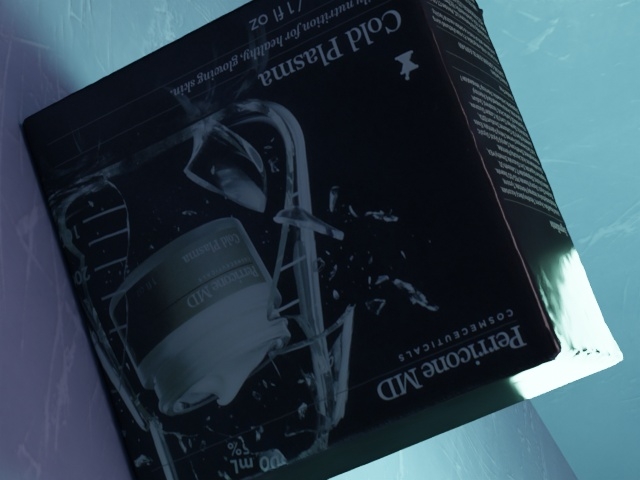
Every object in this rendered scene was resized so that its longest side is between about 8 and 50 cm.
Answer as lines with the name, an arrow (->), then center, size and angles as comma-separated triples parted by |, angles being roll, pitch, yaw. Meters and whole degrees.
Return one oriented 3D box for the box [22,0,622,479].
box -> 0.000, 0.000, 1.761 | 0.297, 0.480, 0.471 | 11, 56, -67
